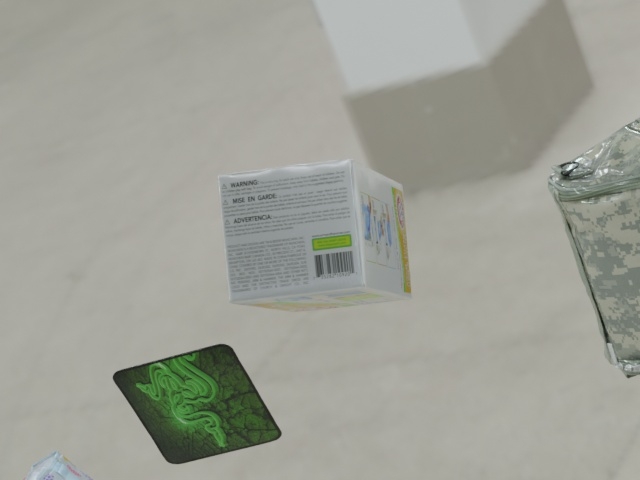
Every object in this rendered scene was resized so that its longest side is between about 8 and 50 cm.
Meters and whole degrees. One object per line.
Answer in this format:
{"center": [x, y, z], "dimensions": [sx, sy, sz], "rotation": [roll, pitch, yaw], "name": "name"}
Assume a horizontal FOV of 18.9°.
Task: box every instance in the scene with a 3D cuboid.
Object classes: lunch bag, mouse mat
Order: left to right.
{"center": [-0.195, 0.201, 1.480], "dimensions": [0.053, 0.071, 0.083], "rotation": [-58, 13, -30], "name": "lunch bag"}
{"center": [-0.146, 0.199, 2.305], "dimensions": [0.152, 0.190, 0.007], "rotation": [-15, 42, 13], "name": "mouse mat"}
{"center": [0.443, 0.000, 2.437], "dimensions": [0.256, 0.305, 0.212], "rotation": [-23, 20, -1], "name": "lunch bag"}

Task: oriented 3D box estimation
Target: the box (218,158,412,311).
{"center": [0.000, 0.000, 1.577], "dimensions": [0.114, 0.103, 0.203], "rotation": [-7, -6, 14], "name": "box"}
